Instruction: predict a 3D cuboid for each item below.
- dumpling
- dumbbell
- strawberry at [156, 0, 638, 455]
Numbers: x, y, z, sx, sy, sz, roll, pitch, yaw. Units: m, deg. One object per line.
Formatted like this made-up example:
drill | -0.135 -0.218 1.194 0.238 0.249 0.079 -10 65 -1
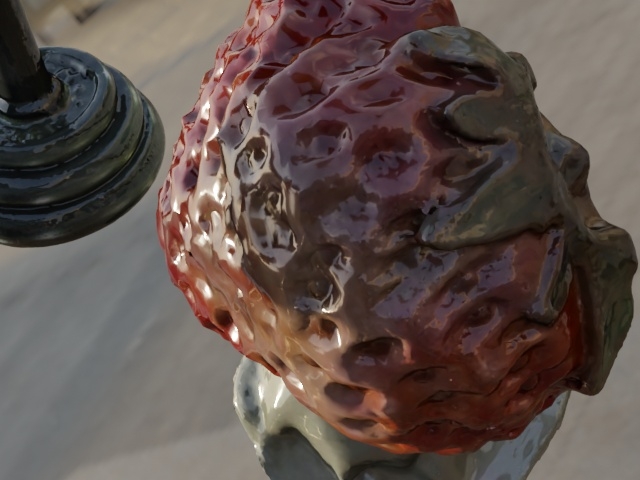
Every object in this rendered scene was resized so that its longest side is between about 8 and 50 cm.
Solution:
dumpling | 0.061 0.121 1.525 0.293 0.163 0.204 -7 54 15
dumbbell | -0.229 -0.160 1.314 0.179 0.406 0.179 -7 45 8
strawberry | 0.000 0.000 0.961 0.149 0.265 0.336 -35 15 -27
